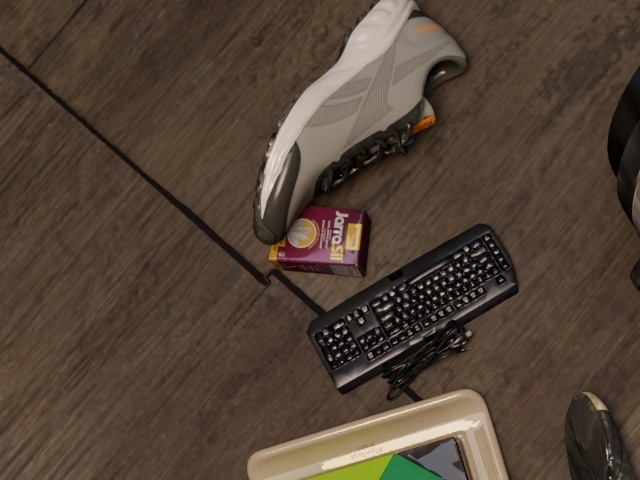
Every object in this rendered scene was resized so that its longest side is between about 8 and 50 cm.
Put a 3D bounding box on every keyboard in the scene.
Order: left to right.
[{"bbox_3d":[0.087,0.066,1.284,0.192,0.038,0.100,-32,73,4],"label":"keyboard"}]

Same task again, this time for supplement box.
[{"bbox_3d":[0.000,0.000,1.314,0.083,0.043,0.055,3,76,12],"label":"supplement box"}]

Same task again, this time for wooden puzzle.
[{"bbox_3d":[0.064,0.267,1.236,0.221,0.044,0.239,-18,74,7],"label":"wooden puzzle"}]

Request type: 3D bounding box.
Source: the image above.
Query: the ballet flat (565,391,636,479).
[{"bbox_3d":[0.249,0.210,1.218,0.049,0.057,0.173,-8,72,-32],"label":"ballet flat"}]

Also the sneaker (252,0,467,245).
[{"bbox_3d":[0.032,-0.102,1.285,0.108,0.100,0.271,35,71,8],"label":"sneaker"}]

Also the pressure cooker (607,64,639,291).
[{"bbox_3d":[0.420,-0.051,1.054,0.370,0.375,0.420,-27,60,0],"label":"pressure cooker"}]
